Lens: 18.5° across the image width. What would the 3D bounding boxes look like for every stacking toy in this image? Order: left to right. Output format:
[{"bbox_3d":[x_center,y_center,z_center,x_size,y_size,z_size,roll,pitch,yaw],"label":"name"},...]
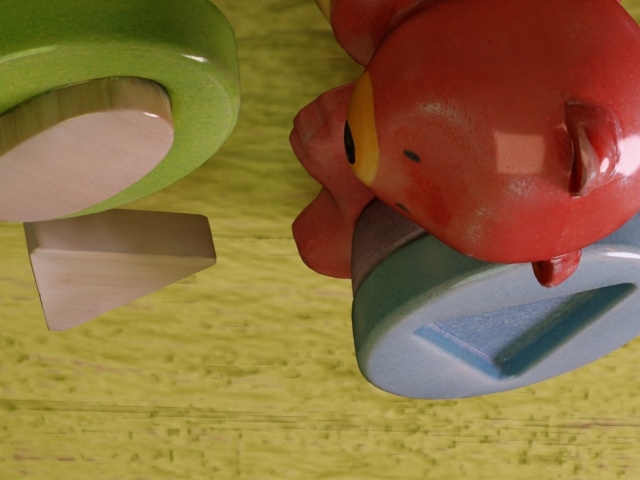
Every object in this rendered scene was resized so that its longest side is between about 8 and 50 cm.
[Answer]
[{"bbox_3d":[0.000,0.000,0.718,0.279,0.130,0.309,-15,155,3],"label":"stacking toy"}]
